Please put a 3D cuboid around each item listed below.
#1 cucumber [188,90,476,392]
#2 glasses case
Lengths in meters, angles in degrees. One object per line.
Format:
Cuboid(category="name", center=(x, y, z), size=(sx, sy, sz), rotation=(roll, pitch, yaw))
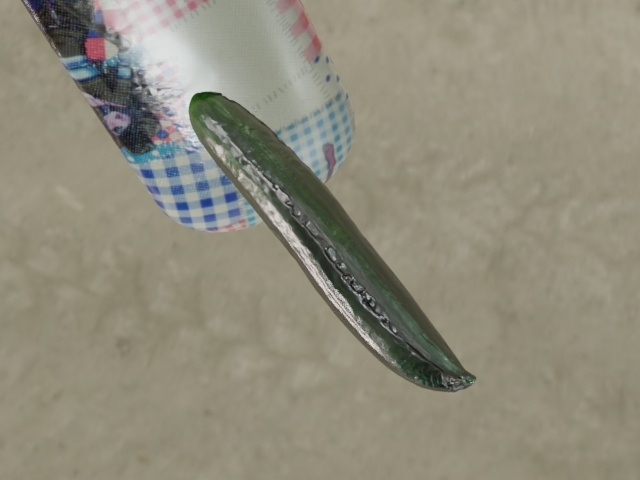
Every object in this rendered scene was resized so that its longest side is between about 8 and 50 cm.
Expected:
Cuboid(category="cucumber", center=(0.000, 0.000, 0.856), size=(0.033, 0.036, 0.184), rotation=(-41, 74, 10))
Cuboid(category="glasses case", center=(-0.088, -0.137, 1.008), size=(0.125, 0.076, 0.327), rotation=(-30, 126, 2))
